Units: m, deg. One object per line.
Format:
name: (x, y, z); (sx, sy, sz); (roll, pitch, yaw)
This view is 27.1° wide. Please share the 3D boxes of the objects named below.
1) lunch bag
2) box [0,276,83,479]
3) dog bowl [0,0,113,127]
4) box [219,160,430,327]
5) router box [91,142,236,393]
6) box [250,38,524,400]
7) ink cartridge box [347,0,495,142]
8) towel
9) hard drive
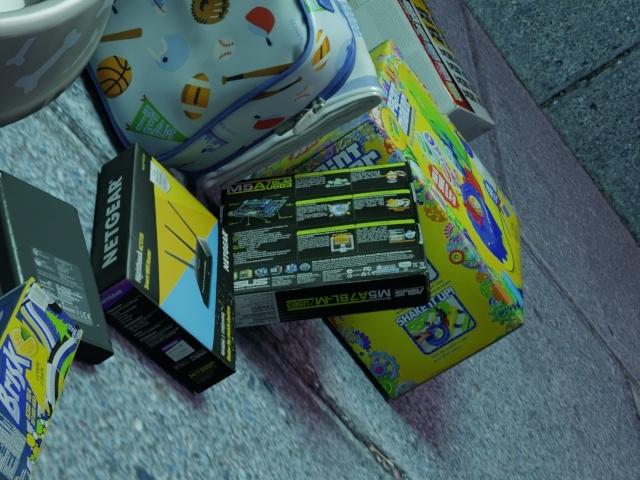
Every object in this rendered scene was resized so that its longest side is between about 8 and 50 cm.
lunch bag: (-0.105, -0.219, 1.217); (0.115, 0.243, 0.303); (13, 48, -63)
box: (-0.197, 0.096, 0.797); (0.054, 0.059, 0.169); (51, 20, -22)
dog bowl: (-0.272, -0.243, 0.853); (0.349, 0.102, 0.348); (17, 58, -30)
box: (0.000, 0.000, 1.236); (0.184, 0.191, 0.045); (-95, 177, -56)
router box: (-0.128, 0.021, 1.098); (0.133, 0.046, 0.179); (45, 24, -33)
box: (0.078, -0.032, 1.485); (0.279, 0.177, 0.290); (51, 20, -16)
ink cartridge box: (0.131, -0.284, 2.062); (0.309, 0.130, 0.272); (63, 19, 13)
towel: (-0.068, -0.198, 1.331); (0.034, 0.209, 0.285); (48, 19, -55)
hard drive: (-0.200, 0.018, 0.963); (0.094, 0.022, 0.135); (31, 33, -53)
